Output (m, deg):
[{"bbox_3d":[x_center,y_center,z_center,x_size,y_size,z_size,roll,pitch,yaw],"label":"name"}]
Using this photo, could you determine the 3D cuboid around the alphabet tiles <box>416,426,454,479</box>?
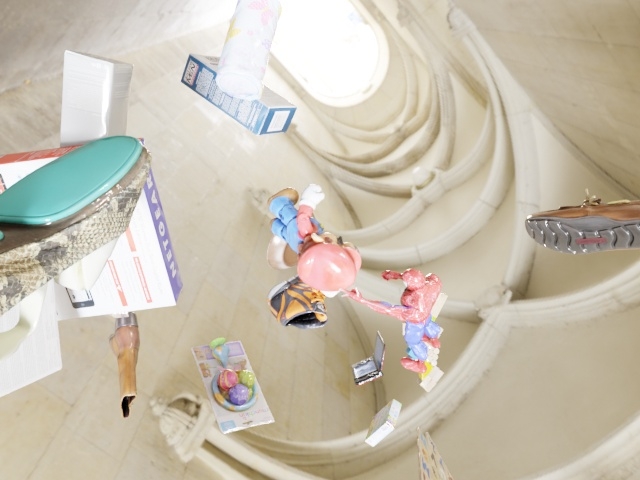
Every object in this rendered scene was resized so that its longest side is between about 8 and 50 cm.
[{"bbox_3d":[0.309,0.641,1.259,0.011,0.285,0.342,-27,-174,13],"label":"alphabet tiles"}]

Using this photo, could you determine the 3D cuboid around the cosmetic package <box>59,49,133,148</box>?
[{"bbox_3d":[-0.467,-0.259,1.058,0.127,0.107,0.238,-98,-157,-73],"label":"cosmetic package"}]

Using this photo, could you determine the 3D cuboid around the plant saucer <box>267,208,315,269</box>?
[{"bbox_3d":[-0.069,0.005,1.440,0.036,0.199,0.199,33,-105,29],"label":"plant saucer"}]

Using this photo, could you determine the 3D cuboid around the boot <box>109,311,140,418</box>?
[{"bbox_3d":[-0.587,0.401,1.558,0.264,0.096,0.281,-54,-137,42],"label":"boot"}]

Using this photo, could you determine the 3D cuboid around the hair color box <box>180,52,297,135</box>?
[{"bbox_3d":[-0.267,-0.478,1.662,0.174,0.347,0.105,-26,149,-58],"label":"hair color box"}]

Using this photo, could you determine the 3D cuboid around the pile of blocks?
[{"bbox_3d":[0.336,0.319,1.726,0.112,0.148,0.363,-159,-109,-84],"label":"pile of blocks"}]

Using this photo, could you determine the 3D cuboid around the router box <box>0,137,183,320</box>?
[{"bbox_3d":[-0.461,-0.012,0.999,0.300,0.336,0.082,-7,-155,0],"label":"router box"}]

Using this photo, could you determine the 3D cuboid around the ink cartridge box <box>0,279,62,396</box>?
[{"bbox_3d":[-0.530,0.159,0.834,0.056,0.181,0.224,-2,-175,15],"label":"ink cartridge box"}]

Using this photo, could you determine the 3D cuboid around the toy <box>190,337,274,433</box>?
[{"bbox_3d":[-0.204,0.325,1.200,0.237,0.136,0.056,54,-49,38],"label":"toy"}]

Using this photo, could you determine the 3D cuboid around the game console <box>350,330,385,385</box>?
[{"bbox_3d":[0.138,0.343,1.489,0.124,0.085,0.144,-23,-173,1],"label":"game console"}]

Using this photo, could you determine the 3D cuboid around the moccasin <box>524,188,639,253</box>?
[{"bbox_3d":[0.739,-0.054,1.368,0.147,0.139,0.380,-43,-162,-31],"label":"moccasin"}]

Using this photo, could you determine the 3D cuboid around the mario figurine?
[{"bbox_3d":[0.000,0.000,1.178,0.170,0.198,0.320,-44,-136,2],"label":"mario figurine"}]

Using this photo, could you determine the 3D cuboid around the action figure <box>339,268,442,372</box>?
[{"bbox_3d":[0.120,0.109,0.801,0.139,0.280,0.091,23,-116,22],"label":"action figure"}]

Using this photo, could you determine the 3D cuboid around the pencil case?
[{"bbox_3d":[-0.172,-0.487,1.261,0.113,0.124,0.273,-11,-116,51],"label":"pencil case"}]

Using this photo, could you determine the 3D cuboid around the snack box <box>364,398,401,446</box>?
[{"bbox_3d":[0.202,0.587,1.635,0.141,0.037,0.100,-58,180,40],"label":"snack box"}]

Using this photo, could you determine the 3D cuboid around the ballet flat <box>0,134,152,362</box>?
[{"bbox_3d":[-0.370,0.028,0.619,0.163,0.182,0.483,7,-149,17],"label":"ballet flat"}]

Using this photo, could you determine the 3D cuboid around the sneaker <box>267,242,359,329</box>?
[{"bbox_3d":[0.008,0.150,1.490,0.321,0.125,0.180,-37,-140,-1],"label":"sneaker"}]

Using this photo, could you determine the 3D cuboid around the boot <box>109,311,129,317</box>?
[{"bbox_3d":[-0.533,0.144,1.339,0.042,0.086,0.119,-142,-115,-84],"label":"boot"}]
